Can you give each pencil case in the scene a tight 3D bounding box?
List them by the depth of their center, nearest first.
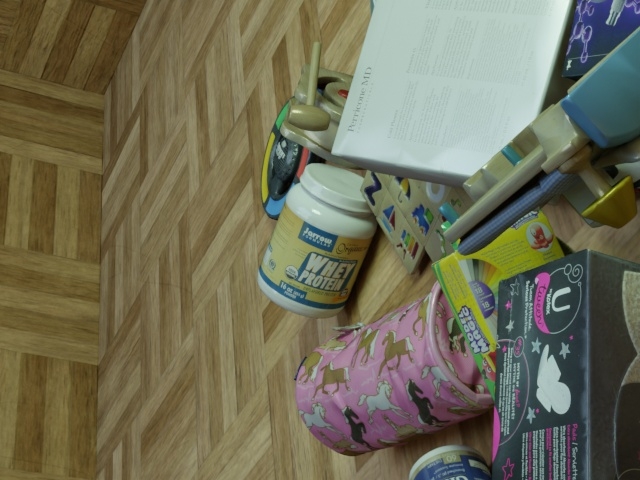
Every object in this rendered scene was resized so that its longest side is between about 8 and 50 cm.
[{"bbox_3d":[0.110,0.153,1.548,0.167,0.160,0.386,55,149,-1],"label":"pencil case"}]

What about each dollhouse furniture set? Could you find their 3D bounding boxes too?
[{"bbox_3d":[0.238,-0.022,1.058,0.303,0.198,0.286,-39,-3,-42],"label":"dollhouse furniture set"}]

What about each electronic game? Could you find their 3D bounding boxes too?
[{"bbox_3d":[-0.054,-0.148,2.233,0.229,0.048,0.229,-167,90,-68],"label":"electronic game"}]

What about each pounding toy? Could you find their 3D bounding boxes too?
[{"bbox_3d":[0.035,-0.214,1.952,0.269,0.154,0.155,-80,12,-65],"label":"pounding toy"}]

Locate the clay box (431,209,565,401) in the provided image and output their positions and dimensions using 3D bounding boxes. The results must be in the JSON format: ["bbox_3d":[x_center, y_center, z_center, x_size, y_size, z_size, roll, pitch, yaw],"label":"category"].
[{"bbox_3d":[0.203,0.071,1.279,0.053,0.127,0.222,-37,75,59],"label":"clay box"}]

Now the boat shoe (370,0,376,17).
[{"bbox_3d":[0.120,-0.284,1.882,0.065,0.083,0.183,-101,5,-45],"label":"boat shoe"}]

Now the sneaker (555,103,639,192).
[{"bbox_3d":[0.303,-0.098,1.247,0.276,0.135,0.098,-4,73,65],"label":"sneaker"}]

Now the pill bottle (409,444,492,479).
[{"bbox_3d":[0.161,0.319,1.410,0.169,0.094,0.094,-106,36,-49],"label":"pill bottle"}]

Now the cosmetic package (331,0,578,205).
[{"bbox_3d":[0.190,-0.249,1.479,0.284,0.097,0.377,15,86,41],"label":"cosmetic package"}]

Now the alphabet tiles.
[{"bbox_3d":[0.139,-0.131,1.669,0.285,0.011,0.343,61,145,36],"label":"alphabet tiles"}]

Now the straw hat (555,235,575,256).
[{"bbox_3d":[0.255,0.050,1.364,0.144,0.061,0.145,21,120,42],"label":"straw hat"}]

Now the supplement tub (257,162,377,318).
[{"bbox_3d":[0.000,0.000,1.898,0.144,0.144,0.200,-119,46,-58],"label":"supplement tub"}]

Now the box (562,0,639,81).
[{"bbox_3d":[0.361,-0.242,1.232,0.261,0.103,0.184,-172,92,-67],"label":"box"}]

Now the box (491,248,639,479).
[{"bbox_3d":[0.264,0.154,1.165,0.142,0.163,0.247,-26,55,58],"label":"box"}]
